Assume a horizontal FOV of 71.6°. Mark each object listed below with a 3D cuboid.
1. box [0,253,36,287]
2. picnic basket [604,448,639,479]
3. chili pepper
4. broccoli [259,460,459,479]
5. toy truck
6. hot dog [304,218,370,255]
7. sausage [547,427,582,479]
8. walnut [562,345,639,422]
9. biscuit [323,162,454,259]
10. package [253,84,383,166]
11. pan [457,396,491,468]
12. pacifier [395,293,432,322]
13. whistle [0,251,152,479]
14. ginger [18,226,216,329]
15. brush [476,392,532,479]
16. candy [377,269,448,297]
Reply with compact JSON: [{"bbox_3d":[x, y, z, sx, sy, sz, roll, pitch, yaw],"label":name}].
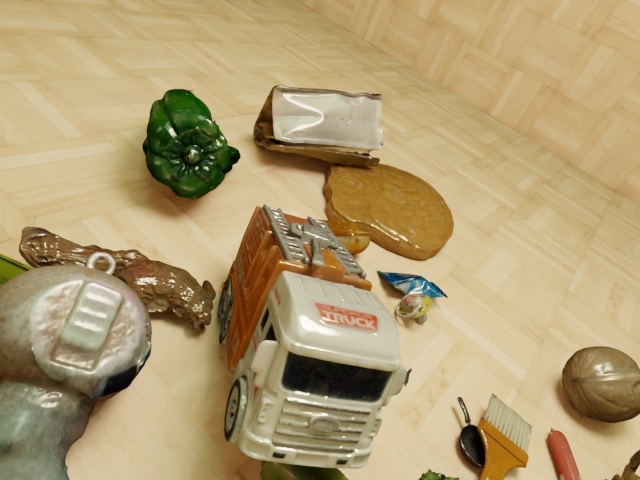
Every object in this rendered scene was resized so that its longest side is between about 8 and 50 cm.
[{"bbox_3d":[-0.458,0.101,0.532,0.141,0.064,0.220,25,34,-1],"label":"box"},{"bbox_3d":[0.505,0.398,0.667,0.138,0.128,0.178,32,46,6],"label":"picnic basket"},{"bbox_3d":[-0.285,-0.207,0.942,0.167,0.213,0.385,-31,27,-1],"label":"chili pepper"},{"bbox_3d":[0.050,0.351,0.491,0.274,0.177,0.198,2,69,16],"label":"broccoli"},{"bbox_3d":[-0.030,0.093,0.601,0.173,0.207,0.387,15,16,-20],"label":"toy truck"},{"bbox_3d":[0.000,0.000,0.929,0.250,0.076,0.104,3,21,-33],"label":"hot dog"},{"bbox_3d":[0.394,0.402,0.680,0.034,0.034,0.253,22,35,-5],"label":"sausage"},{"bbox_3d":[0.541,0.273,0.847,0.162,0.140,0.140,0,41,-14],"label":"walnut"},{"bbox_3d":[0.187,-0.108,1.182,0.365,0.062,0.385,21,36,-5],"label":"biscuit"},{"bbox_3d":[0.000,-0.273,1.180,0.311,0.221,0.165,-1,73,-24],"label":"package"},{"bbox_3d":[0.241,0.310,0.712,0.068,0.023,0.115,8,42,-21],"label":"pan"},{"bbox_3d":[0.189,0.141,0.879,0.068,0.083,0.064,-44,113,-19],"label":"pacifier"},{"bbox_3d":[-0.305,0.169,0.490,0.189,0.189,0.348,16,58,-12],"label":"whistle"},{"bbox_3d":[-0.299,0.058,0.670,0.290,0.084,0.122,24,33,-15],"label":"ginger"},{"bbox_3d":[0.243,0.351,0.636,0.090,0.017,0.314,38,41,13],"label":"brush"},{"bbox_3d":[0.195,0.091,0.946,0.136,0.038,0.088,13,17,-14],"label":"candy"}]
